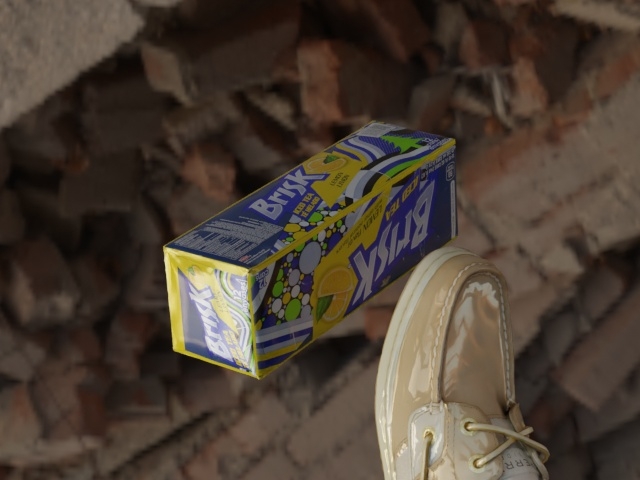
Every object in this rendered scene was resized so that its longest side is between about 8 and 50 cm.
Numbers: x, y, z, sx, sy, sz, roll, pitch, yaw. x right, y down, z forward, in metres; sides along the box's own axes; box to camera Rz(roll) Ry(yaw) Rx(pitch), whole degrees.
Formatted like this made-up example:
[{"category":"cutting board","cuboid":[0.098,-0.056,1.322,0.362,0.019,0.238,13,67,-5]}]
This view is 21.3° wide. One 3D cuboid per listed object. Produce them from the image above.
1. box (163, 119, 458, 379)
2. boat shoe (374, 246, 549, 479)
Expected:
[{"category":"box","cuboid":[0.000,0.000,0.825,0.054,0.169,0.059,16,123,34]},{"category":"boat shoe","cuboid":[0.057,0.088,0.637,0.063,0.059,0.170,1,94,-42]}]
